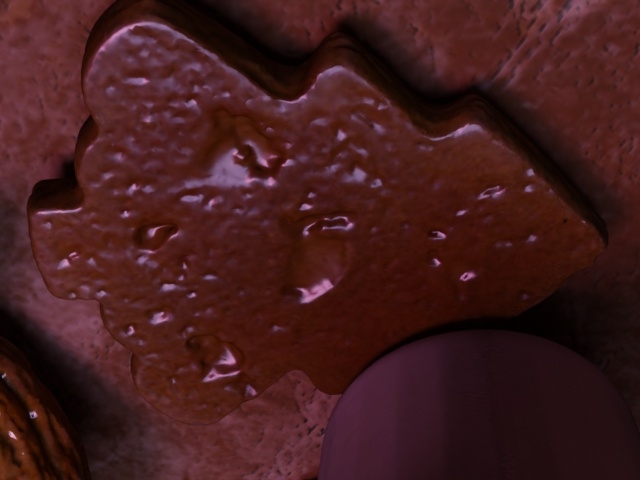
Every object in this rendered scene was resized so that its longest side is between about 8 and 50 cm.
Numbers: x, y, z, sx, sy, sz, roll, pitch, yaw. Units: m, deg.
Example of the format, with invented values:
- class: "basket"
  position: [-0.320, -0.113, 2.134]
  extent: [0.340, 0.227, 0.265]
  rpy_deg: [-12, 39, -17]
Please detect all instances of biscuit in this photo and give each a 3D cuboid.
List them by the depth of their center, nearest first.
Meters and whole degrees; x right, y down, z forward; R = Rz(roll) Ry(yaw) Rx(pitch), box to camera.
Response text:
- class: "biscuit"
  position: [0.000, -0.001, 0.562]
  extent: [0.301, 0.043, 0.278]
  rpy_deg: [2, 129, -4]

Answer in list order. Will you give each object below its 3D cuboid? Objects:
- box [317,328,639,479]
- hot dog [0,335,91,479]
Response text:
- class: "box"
  position: [0.094, 0.192, 0.550]
  extent: [0.262, 0.206, 0.291]
  rpy_deg: [-3, 125, 7]
- class: "hot dog"
  position: [-0.235, 0.135, 0.633]
  extent: [0.175, 0.114, 0.259]
  rpy_deg: [-29, 108, 24]
